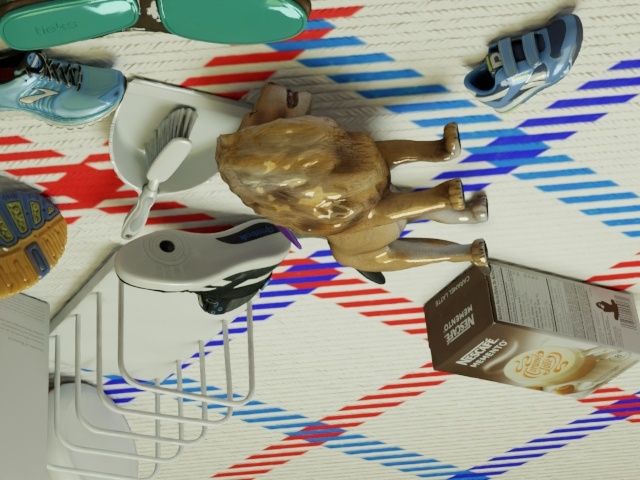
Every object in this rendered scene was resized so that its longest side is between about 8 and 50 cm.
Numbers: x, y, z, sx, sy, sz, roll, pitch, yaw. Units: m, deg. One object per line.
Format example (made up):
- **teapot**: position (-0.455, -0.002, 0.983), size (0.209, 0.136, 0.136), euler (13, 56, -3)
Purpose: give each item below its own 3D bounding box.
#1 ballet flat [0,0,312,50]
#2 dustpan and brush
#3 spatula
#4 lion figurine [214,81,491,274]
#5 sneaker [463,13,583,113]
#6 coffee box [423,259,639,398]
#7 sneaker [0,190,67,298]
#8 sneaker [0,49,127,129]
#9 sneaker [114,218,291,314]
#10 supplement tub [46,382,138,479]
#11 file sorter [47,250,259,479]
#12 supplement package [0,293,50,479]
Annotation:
- **ballet flat**: position (-0.149, -0.227, 1.293), size (0.280, 0.096, 0.095), euler (-2, 148, -6)
- **dustpan and brush**: position (-0.171, -0.075, 1.567), size (0.147, 0.060, 0.211), euler (11, 145, -24)
- **spatula**: position (0.000, 0.000, 1.720), size (0.030, 0.084, 0.296), euler (-51, 142, 8)
- **lion figurine**: position (0.049, -0.032, 1.600), size (0.240, 0.142, 0.392), euler (-9, 151, 12)
- **sneaker**: position (0.201, -0.177, 1.469), size (0.059, 0.053, 0.144), euler (19, 140, -30)
- **coffee box**: position (0.275, 0.118, 1.908), size (0.246, 0.098, 0.141), euler (13, 144, -27)
- **sneaker**: position (-0.412, 0.038, 1.595), size (0.296, 0.112, 0.131), euler (-34, -166, -36)
- **sneaker**: position (-0.268, -0.153, 1.428), size (0.162, 0.063, 0.073), euler (-1, 145, -8)
- **sneaker**: position (-0.143, 0.047, 1.700), size (0.217, 0.079, 0.121), euler (-9, 146, -30)
- **supplement tub**: position (-0.408, 0.322, 2.046), size (0.272, 0.191, 0.191), euler (-23, 144, 25)
- **file sorter**: position (-0.222, 0.167, 1.836), size (0.193, 0.173, 0.278), euler (14, 145, -29)
- **supplement package**: position (-0.444, 0.209, 1.762), size (0.177, 0.293, 0.175), euler (-31, 140, 34)
